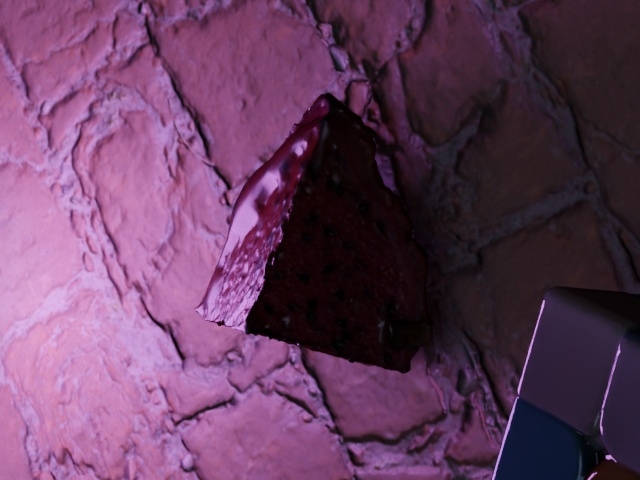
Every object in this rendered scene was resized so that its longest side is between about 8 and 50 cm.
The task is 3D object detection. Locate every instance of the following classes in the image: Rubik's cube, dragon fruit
[{"bbox_3d":[0.391,0.260,1.651,0.344,0.346,0.347,29,110,48],"label":"Rubik's cube"},{"bbox_3d":[0.000,0.000,2.001,0.302,0.240,0.330,16,109,12],"label":"dragon fruit"}]
